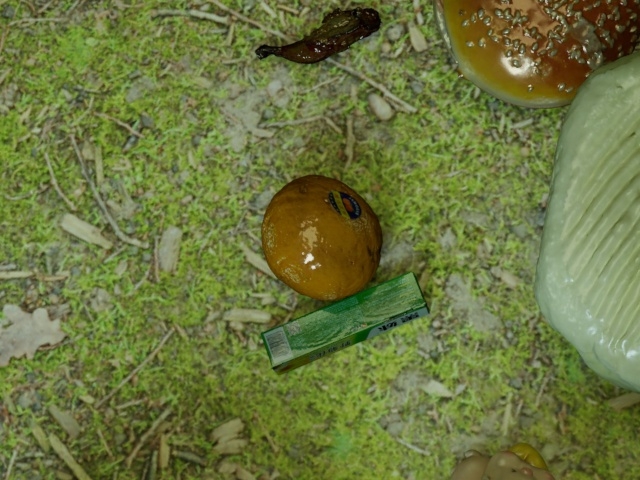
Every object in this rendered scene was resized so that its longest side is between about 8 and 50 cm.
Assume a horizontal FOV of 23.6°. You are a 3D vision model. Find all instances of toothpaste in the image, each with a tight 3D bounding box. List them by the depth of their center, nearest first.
[{"bbox_3d":[0.026,0.089,1.628,0.178,0.037,0.043,-22,69,3],"label":"toothpaste"}]

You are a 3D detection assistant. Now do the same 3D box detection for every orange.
[{"bbox_3d":[0.000,0.001,1.611,0.135,0.135,0.117,41,124,17],"label":"orange"}]

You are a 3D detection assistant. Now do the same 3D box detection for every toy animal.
[{"bbox_3d":[0.184,0.239,1.535,0.114,0.082,0.091,20,77,15],"label":"toy animal"}]

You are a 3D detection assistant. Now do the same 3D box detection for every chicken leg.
[{"bbox_3d":[-0.001,-0.227,1.722,0.145,0.037,0.062,-25,50,1],"label":"chicken leg"}]

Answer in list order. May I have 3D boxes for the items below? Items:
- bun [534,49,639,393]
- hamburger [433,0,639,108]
[{"bbox_3d":[0.371,-0.011,1.494,0.349,0.227,0.352,-44,67,1],"label":"bun"},{"bbox_3d":[0.230,-0.247,1.631,0.236,0.147,0.237,-2,77,8],"label":"hamburger"}]
